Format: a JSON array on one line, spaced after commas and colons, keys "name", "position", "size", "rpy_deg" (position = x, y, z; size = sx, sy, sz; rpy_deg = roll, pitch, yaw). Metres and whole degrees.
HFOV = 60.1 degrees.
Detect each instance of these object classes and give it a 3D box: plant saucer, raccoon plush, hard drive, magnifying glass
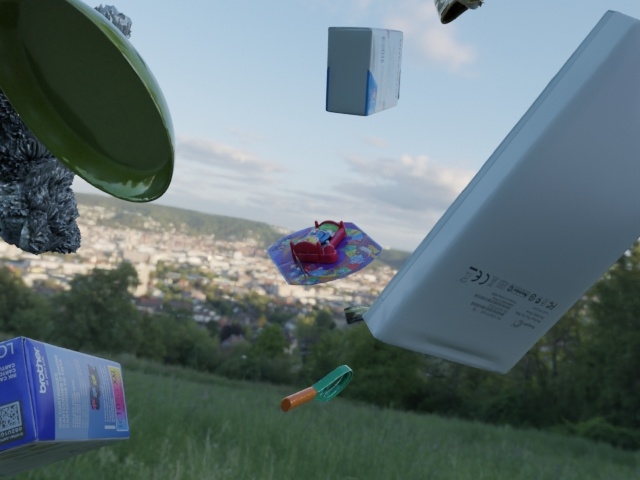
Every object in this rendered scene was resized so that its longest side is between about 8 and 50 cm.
[{"name": "plant saucer", "position": [-0.233, -0.144, 0.553], "size": [0.241, 0.037, 0.241], "rpy_deg": [23, -39, 20]}, {"name": "raccoon plush", "position": [-0.466, -0.174, 0.992], "size": [0.446, 0.299, 0.216], "rpy_deg": [-39, -8, 22]}, {"name": "hard drive", "position": [0.202, -0.011, 0.494], "size": [0.203, 0.307, 0.040], "rpy_deg": [21, 24, -35]}, {"name": "magnifying glass", "position": [-0.004, 0.310, 1.140], "size": [0.026, 0.092, 0.231], "rpy_deg": [42, 21, 27]}]

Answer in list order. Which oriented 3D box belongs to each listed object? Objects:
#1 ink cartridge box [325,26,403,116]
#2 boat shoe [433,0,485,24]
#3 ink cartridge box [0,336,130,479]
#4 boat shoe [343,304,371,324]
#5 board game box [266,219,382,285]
[{"name": "ink cartridge box", "position": [0.052, -0.193, 0.625], "size": [0.052, 0.089, 0.122], "rpy_deg": [10, 21, 22]}, {"name": "boat shoe", "position": [0.266, -0.434, 0.974], "size": [0.063, 0.059, 0.170], "rpy_deg": [-7, -1, -24]}, {"name": "ink cartridge box", "position": [-0.491, 0.267, 0.829], "size": [0.270, 0.151, 0.395], "rpy_deg": [-17, -17, -3]}, {"name": "boat shoe", "position": [0.132, 0.188, 1.390], "size": [0.152, 0.049, 0.056], "rpy_deg": [0, -10, -14]}, {"name": "board game box", "position": [0.000, 0.000, 0.739], "size": [0.133, 0.033, 0.169], "rpy_deg": [-20, 27, -12]}]
